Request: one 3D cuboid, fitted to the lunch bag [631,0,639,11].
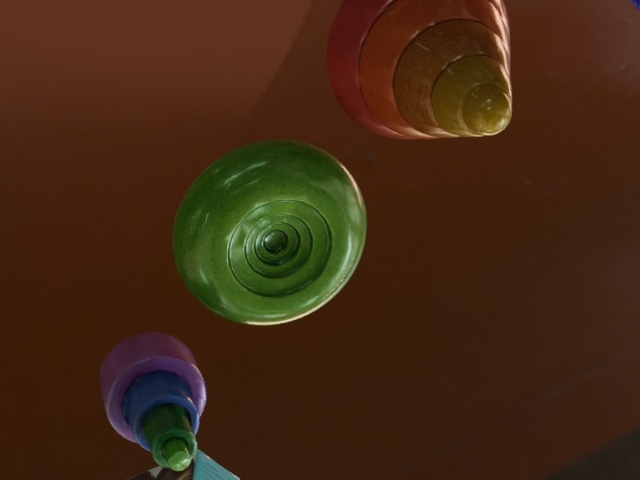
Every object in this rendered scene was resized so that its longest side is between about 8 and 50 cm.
[{"bbox_3d":[0.312,-0.186,0.722,0.293,0.221,0.138,-25,101,31],"label":"lunch bag"}]

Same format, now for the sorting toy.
[{"bbox_3d":[0.000,0.000,0.859,0.127,0.126,0.365,35,100,-30],"label":"sorting toy"}]

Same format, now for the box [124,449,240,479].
[{"bbox_3d":[-0.136,0.308,1.236,0.100,0.244,0.060,-27,129,29],"label":"box"}]
